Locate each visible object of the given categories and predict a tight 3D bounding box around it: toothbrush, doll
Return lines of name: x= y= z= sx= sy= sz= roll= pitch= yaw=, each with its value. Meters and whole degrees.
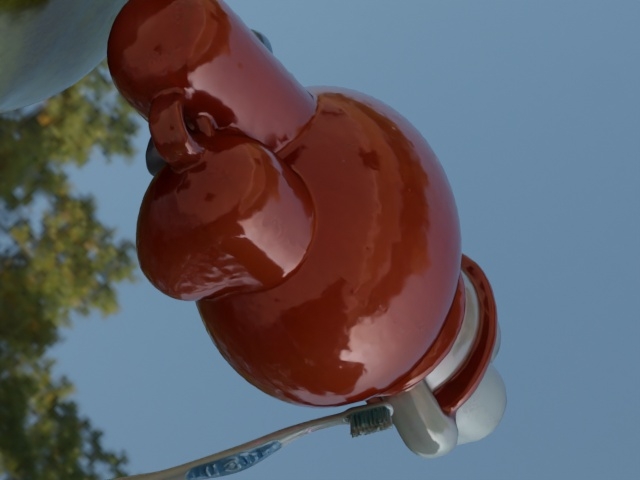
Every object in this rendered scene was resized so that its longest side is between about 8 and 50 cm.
toothbrush: x=-0.045 y=0.098 z=0.687 sx=0.162 sy=0.014 sz=0.017 roll=-15 pitch=-143 yaw=5
doll: x=0.000 y=0.000 z=0.700 sx=0.130 sy=0.290 sz=0.161 roll=-19 pitch=-130 yaw=27

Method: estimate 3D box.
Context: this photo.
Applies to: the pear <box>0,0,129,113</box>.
pear: x=-0.184 y=-0.204 z=0.697 sx=0.375 sy=0.287 sz=0.287 roll=-36 pitch=-144 yaw=23
